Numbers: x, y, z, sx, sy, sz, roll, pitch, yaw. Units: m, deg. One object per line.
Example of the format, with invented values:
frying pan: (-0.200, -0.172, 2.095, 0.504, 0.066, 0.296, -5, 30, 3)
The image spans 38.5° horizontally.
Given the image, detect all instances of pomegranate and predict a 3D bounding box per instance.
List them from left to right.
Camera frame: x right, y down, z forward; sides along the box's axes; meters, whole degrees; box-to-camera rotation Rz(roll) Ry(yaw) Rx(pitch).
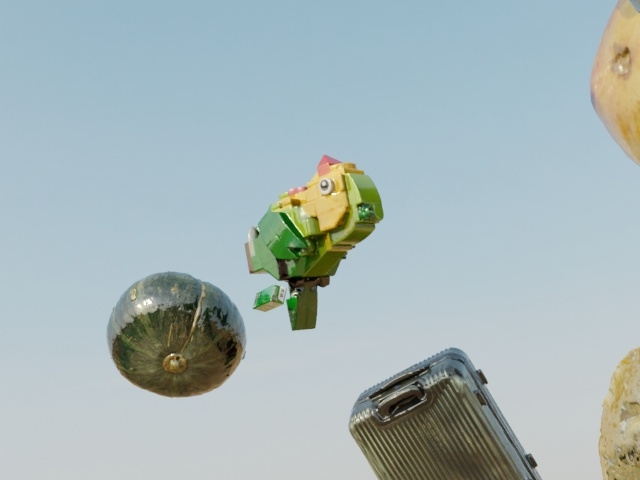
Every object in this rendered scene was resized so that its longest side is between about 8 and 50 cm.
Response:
pomegranate: (0.549, -0.222, 1.260, 0.343, 0.342, 0.342, -7, -19, -2)

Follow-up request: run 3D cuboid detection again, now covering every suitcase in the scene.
suitcase: (0.189, 0.322, 1.315, 0.202, 0.312, 0.128, -31, 5, 16)

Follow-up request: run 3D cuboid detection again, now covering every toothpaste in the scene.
toothpaste: (-0.057, 0.066, 1.029, 0.017, 0.020, 0.083, 16, -15, -15)

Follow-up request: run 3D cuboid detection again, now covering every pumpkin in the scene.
pumpkin: (-0.196, 0.130, 1.257, 0.190, 0.190, 0.146, -13, 20, 16)

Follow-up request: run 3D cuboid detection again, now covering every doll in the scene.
doll: (-0.004, -0.006, 1.060, 0.106, 0.134, 0.186, 4, -47, -48)

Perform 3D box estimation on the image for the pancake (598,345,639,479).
pancake: (0.338, 0.190, 0.756, 0.049, 0.282, 0.282, 2, -21, -36)

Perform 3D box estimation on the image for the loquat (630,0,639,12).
loquat: (0.409, -0.307, 0.956, 0.179, 0.179, 0.227, -7, 3, 0)
